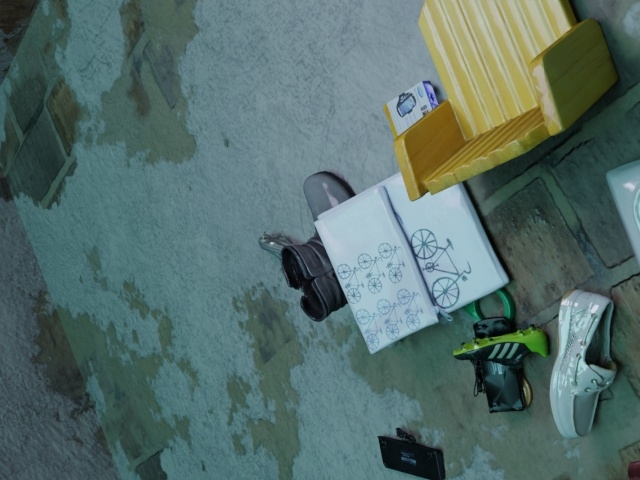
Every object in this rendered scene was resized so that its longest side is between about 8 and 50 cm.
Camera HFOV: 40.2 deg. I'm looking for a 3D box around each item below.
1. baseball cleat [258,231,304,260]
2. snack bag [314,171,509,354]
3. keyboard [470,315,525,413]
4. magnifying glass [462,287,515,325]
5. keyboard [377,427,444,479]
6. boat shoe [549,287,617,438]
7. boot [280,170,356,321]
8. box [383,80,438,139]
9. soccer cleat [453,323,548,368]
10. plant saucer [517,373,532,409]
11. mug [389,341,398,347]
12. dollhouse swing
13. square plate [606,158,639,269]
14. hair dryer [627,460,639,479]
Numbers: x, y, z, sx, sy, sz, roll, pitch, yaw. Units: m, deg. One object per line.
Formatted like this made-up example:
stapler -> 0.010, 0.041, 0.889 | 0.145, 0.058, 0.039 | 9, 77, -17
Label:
baseball cleat -> -0.081, 0.048, 2.142 | 0.206, 0.072, 0.109 | 21, 121, 48
snack bag -> 0.180, 0.022, 1.774 | 0.343, 0.037, 0.323 | -28, 75, 26
keyboard -> 0.344, 0.243, 1.727 | 0.100, 0.038, 0.192 | -8, 94, 27
magnifying glass -> 0.294, 0.116, 1.776 | 0.231, 0.026, 0.092 | 18, 112, 43
keyboard -> 0.201, 0.474, 1.966 | 0.180, 0.023, 0.108 | 0, 106, 47
boat shoe -> 0.472, 0.227, 1.544 | 0.096, 0.098, 0.277 | 10, 105, 48
boot -> 0.000, 0.000, 1.922 | 0.118, 0.223, 0.338 | -48, 64, 44
box -> 0.193, -0.268, 1.792 | 0.136, 0.028, 0.081 | -25, 80, 46
soccer cleat -> 0.343, 0.213, 1.665 | 0.179, 0.060, 0.072 | -14, 97, 14
plant saucer -> 0.380, 0.298, 1.729 | 0.083, 0.013, 0.083 | 13, 109, 45
mug -> 0.152, 0.186, 1.924 | 0.078, 0.062, 0.064 | 45, 122, 23
dollhouse swing -> 0.267, -0.306, 1.519 | 0.347, 0.315, 0.305 | -24, 102, 49
square plate -> 0.632, 0.000, 1.321 | 0.347, 0.049, 0.343 | -23, 80, 42
hair dryer -> 0.617, 0.313, 1.438 | 0.223, 0.080, 0.293 | 53, 124, 37
